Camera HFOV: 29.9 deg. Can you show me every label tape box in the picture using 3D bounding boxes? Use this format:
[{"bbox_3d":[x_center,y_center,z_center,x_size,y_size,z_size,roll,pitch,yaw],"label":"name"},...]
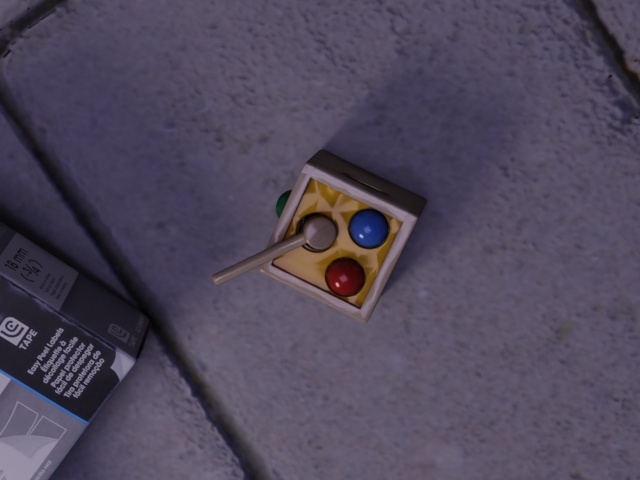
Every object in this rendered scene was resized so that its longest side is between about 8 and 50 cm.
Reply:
[{"bbox_3d":[-0.368,0.091,1.135,0.333,0.106,0.241,34,108,-11],"label":"label tape box"}]

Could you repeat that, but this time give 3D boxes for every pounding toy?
[{"bbox_3d":[0.000,0.000,1.071,0.141,0.100,0.130,26,107,4],"label":"pounding toy"}]
